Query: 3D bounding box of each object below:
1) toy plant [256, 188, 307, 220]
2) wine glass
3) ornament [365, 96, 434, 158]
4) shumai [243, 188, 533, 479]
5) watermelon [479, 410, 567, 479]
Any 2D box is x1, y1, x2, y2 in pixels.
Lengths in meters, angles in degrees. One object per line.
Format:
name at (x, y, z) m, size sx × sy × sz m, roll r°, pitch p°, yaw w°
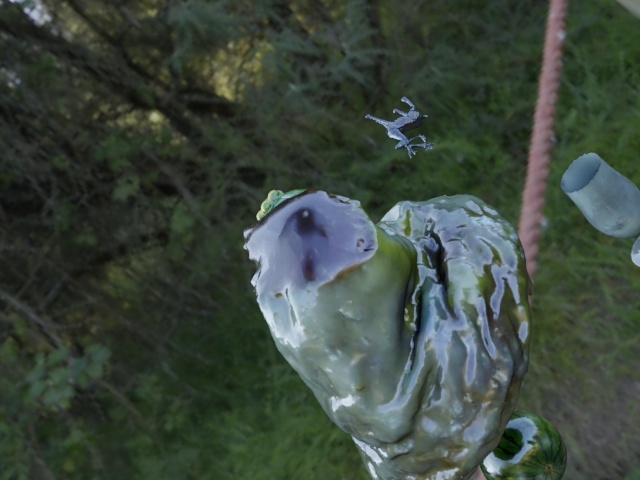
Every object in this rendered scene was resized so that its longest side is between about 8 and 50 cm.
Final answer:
toy plant at (0.000, 0.000, 1.280) m, size 0.093 × 0.162 × 0.093 m, roll -56°, pitch -4°, yaw -5°
wine glass at (0.466, -0.049, 1.706) m, size 0.093 × 0.202 × 0.093 m, roll -38°, pitch 29°, yaw 25°
ornament at (0.124, -0.158, 1.535) m, size 0.073 × 0.028 × 0.125 m, roll -27°, pitch 40°, yaw -15°
shumai at (0.032, 0.081, 1.060) m, size 0.304 × 0.263 × 0.309 m, roll -57°, pitch 26°, yaw 24°
watermelon at (0.220, 0.238, 1.210) m, size 0.109 × 0.109 × 0.109 m, roll -51°, pitch 4°, yaw 5°
